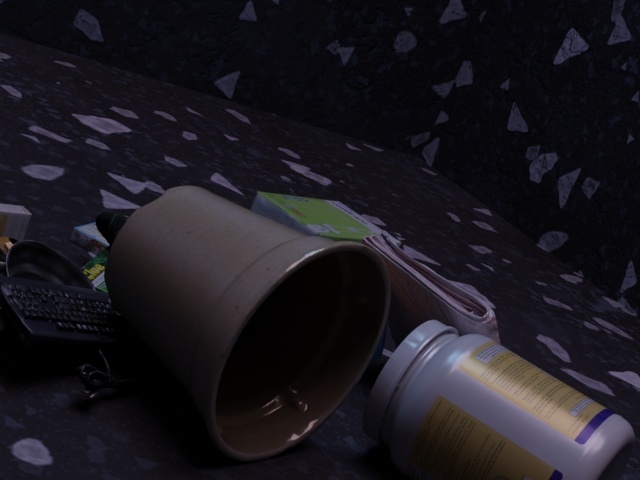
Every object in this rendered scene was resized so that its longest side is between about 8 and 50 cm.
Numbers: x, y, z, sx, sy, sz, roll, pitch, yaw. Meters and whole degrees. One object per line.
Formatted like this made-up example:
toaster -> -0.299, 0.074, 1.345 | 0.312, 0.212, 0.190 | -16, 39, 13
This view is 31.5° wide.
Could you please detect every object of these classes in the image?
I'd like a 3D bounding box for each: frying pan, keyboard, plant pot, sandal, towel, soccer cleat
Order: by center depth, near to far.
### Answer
frying pan -> -0.381, 0.115, 1.566 | 0.197, 0.053, 0.326 | 46, 19, -19
keyboard -> -0.310, 0.134, 1.568 | 0.201, 0.033, 0.317 | 54, 15, 21
plant pot -> -0.127, 0.084, 1.578 | 0.305, 0.333, 0.334 | 32, 18, 33
sandal -> -0.485, 0.022, 1.791 | 0.180, 0.049, 0.072 | 18, 16, -18
soccer cleat -> -0.321, 0.010, 1.893 | 0.179, 0.060, 0.072 | 34, 40, 23
towel -> 0.209, 0.167, 1.909 | 0.053, 0.331, 0.317 | -33, 42, -16

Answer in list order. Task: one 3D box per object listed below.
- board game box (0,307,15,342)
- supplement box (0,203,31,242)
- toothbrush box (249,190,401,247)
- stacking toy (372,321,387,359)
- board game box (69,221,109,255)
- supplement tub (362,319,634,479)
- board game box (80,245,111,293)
board game box -> -0.516, 0.077, 1.587 | 0.201, 0.035, 0.136 | 25, 16, 4
supplement box -> -0.533, -0.028, 1.863 | 0.098, 0.062, 0.036 | 7, 21, -47
toothbrush box -> 0.000, 0.000, 2.429 | 0.206, 0.122, 0.283 | 34, 19, 35
stacking toy -> -0.032, 0.150, 1.878 | 0.175, 0.165, 0.302 | 15, 20, 33
board game box -> -0.358, 0.015, 2.040 | 0.154, 0.026, 0.103 | 27, 16, 14
supplement tub -> 0.251, 0.283, 1.630 | 0.331, 0.241, 0.241 | 31, 17, 26
board game box -> -0.309, 0.050, 1.920 | 0.136, 0.030, 0.259 | 27, 25, 5
